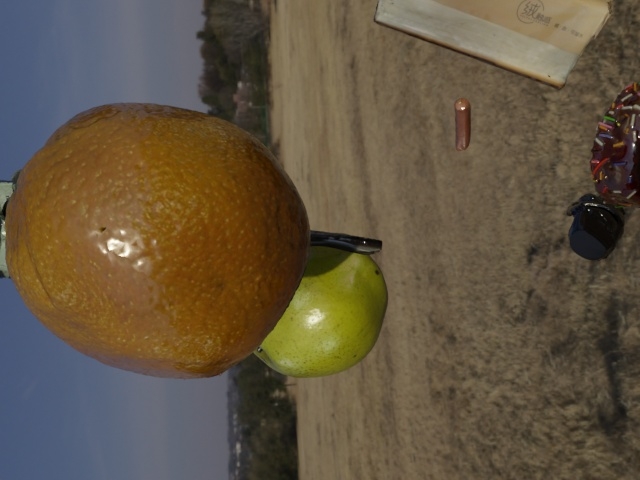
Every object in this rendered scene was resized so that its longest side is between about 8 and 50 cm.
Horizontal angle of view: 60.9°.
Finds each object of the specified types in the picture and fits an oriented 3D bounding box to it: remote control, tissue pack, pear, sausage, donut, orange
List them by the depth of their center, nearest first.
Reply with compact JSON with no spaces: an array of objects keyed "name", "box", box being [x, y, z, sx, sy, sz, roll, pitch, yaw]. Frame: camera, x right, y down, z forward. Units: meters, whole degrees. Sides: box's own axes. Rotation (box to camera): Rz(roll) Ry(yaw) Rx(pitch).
[{"name":"orange","box":[-0.142,0.001,0.493,0.264,0.264,0.264,176,90,-83]},{"name":"tissue pack","box":[0.259,-0.400,0.792,0.238,0.305,0.239,-160,90,-89]},{"name":"remote control","box":[0.000,0.000,0.922,0.059,0.212,0.028,115,162,-75]},{"name":"donut","box":[0.583,-0.160,0.955,0.089,0.235,0.235,-135,40,-60]},{"name":"pear","box":[-0.013,0.130,1.045,0.294,0.294,0.295,176,90,-83]},{"name":"sausage","box":[0.286,-0.233,1.096,0.147,0.035,0.030,65,-138,-60]}]

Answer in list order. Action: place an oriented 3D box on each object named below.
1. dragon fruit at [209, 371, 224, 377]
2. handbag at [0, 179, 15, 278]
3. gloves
[{"name":"dragon fruit","box":[-0.215,0.188,1.037,0.094,0.094,0.191,-104,10,-58]},{"name":"handbag","box":[-0.837,-0.003,1.596,0.180,0.415,0.317,10,-89,-64]},{"name":"gloves","box":[0.645,-0.049,1.277,0.124,0.164,0.203,-6,44,49]}]
